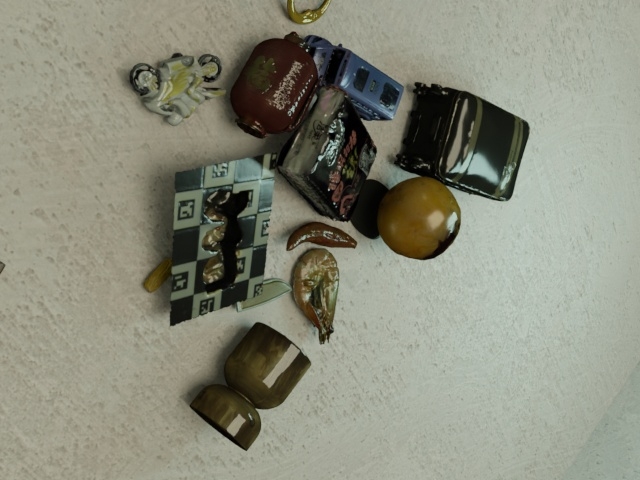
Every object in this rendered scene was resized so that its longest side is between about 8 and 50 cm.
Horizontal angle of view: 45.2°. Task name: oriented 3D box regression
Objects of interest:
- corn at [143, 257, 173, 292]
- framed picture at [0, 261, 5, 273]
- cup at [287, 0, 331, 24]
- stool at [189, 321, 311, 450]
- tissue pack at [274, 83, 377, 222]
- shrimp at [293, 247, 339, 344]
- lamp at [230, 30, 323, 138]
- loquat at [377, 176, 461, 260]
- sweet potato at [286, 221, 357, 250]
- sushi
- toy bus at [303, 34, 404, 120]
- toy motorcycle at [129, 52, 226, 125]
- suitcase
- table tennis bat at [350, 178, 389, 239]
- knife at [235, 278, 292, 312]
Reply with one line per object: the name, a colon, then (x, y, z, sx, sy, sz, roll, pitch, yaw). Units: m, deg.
corn: (-0.362, 0.079, 1.740, 0.092, 0.037, 0.037, -51, 128, -21)
framed picture: (-0.703, 0.059, 1.450, 0.168, 0.023, 0.128, 39, 74, -40)
cup: (-0.005, -0.665, 1.817, 0.256, 0.255, 0.178, -26, 79, -36)
stool: (-0.168, 0.353, 1.882, 0.264, 0.179, 0.179, -51, 128, -20)
tissue pack: (0.027, -0.210, 1.899, 0.245, 0.123, 0.332, -66, 156, -10)
shrimp: (-0.007, 0.153, 2.050, 0.145, 0.061, 0.267, -15, 109, -36)
lamp: (-0.098, -0.355, 1.766, 0.180, 0.180, 0.258, 36, 79, -40)
loquat: (0.271, -0.061, 2.102, 0.235, 0.235, 0.235, -11, 108, -39)
sweet potato: (-0.004, -0.010, 2.009, 0.255, 0.058, 0.078, 1, 75, -47)
sushi: (-0.255, -0.021, 1.781, 0.296, 0.100, 0.373, -18, 123, -45)
toy bus: (0.072, -0.403, 1.931, 0.292, 0.133, 0.125, 22, 87, -42)
toy motorcycle: (-0.305, -0.326, 1.666, 0.229, 0.074, 0.151, -19, 115, -38)
suitcase: (0.427, -0.281, 2.232, 0.434, 0.194, 0.283, 14, 92, -43)
table tennis bat: (0.175, -0.064, 2.182, 0.274, 0.021, 0.154, 40, 74, -37)
knife: (-0.202, 0.146, 1.900, 0.343, 0.027, 0.061, -13, 98, -41)
